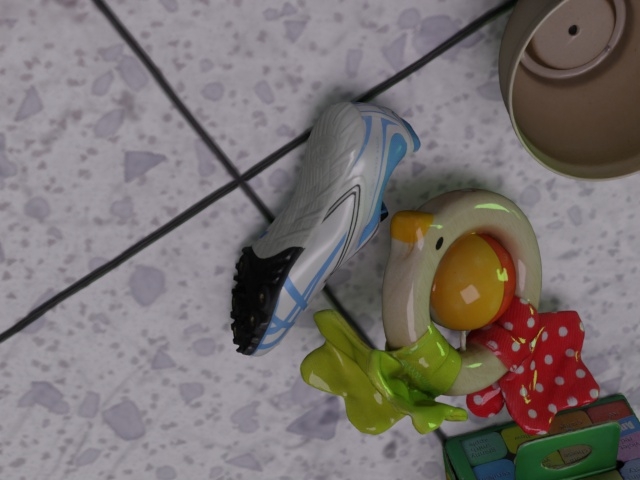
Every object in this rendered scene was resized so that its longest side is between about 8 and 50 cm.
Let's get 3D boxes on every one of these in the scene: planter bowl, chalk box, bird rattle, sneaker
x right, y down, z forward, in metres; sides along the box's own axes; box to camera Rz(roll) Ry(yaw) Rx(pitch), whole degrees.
[{"bbox_3d":[0.200,-0.140,1.134,0.162,0.109,0.162,-7,123,-10],"label":"planter bowl"},{"bbox_3d":[0.218,0.265,1.353,0.180,0.179,0.289,-12,122,-5],"label":"chalk box"},{"bbox_3d":[0.123,0.063,1.214,0.253,0.143,0.207,-6,105,-33],"label":"bird rattle"},{"bbox_3d":[0.000,0.000,1.190,0.086,0.085,0.237,14,120,-30],"label":"sneaker"}]
